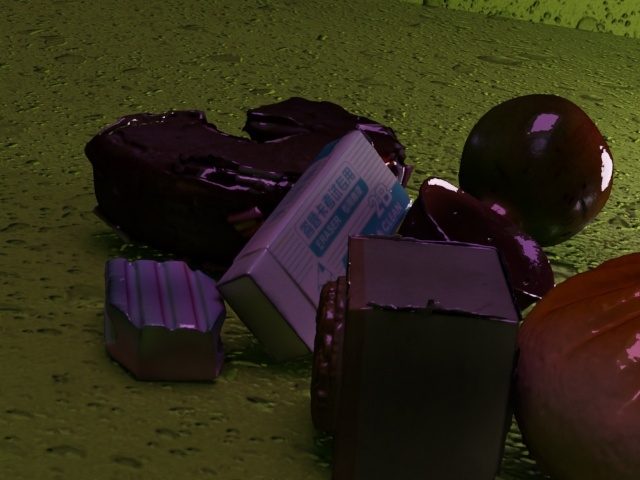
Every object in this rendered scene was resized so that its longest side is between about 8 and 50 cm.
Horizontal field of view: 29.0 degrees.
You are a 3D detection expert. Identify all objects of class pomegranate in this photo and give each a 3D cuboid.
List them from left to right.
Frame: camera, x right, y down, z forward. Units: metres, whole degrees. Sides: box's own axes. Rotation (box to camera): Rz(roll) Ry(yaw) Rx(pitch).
[{"bbox_3d":[0.223,-0.062,1.379,0.180,0.180,0.209,25,56,39],"label":"pomegranate"}]

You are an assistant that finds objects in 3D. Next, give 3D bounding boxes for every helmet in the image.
[{"bbox_3d":[0.130,0.029,1.158,0.155,0.106,0.175,51,29,21],"label":"helmet"}]

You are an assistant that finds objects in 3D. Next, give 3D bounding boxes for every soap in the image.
[{"bbox_3d":[-0.132,0.067,1.047,0.100,0.056,0.149,0,21,-12],"label":"soap"}]

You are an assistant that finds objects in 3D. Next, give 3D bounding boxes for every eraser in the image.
[{"bbox_3d":[0.000,0.000,1.104,0.052,0.095,0.225,-22,23,42],"label":"eraser"}]

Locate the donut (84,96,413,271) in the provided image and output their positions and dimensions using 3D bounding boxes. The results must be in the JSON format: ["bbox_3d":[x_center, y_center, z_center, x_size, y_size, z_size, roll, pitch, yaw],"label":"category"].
[{"bbox_3d":[-0.047,-0.058,1.301,0.259,0.136,0.345,23,27,32],"label":"donut"}]

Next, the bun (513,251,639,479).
[{"bbox_3d":[0.292,0.098,0.895,0.298,0.165,0.299,8,26,-4],"label":"bun"}]

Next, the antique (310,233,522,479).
[{"bbox_3d":[0.067,0.087,0.926,0.147,0.152,0.147,5,20,1],"label":"antique"}]
